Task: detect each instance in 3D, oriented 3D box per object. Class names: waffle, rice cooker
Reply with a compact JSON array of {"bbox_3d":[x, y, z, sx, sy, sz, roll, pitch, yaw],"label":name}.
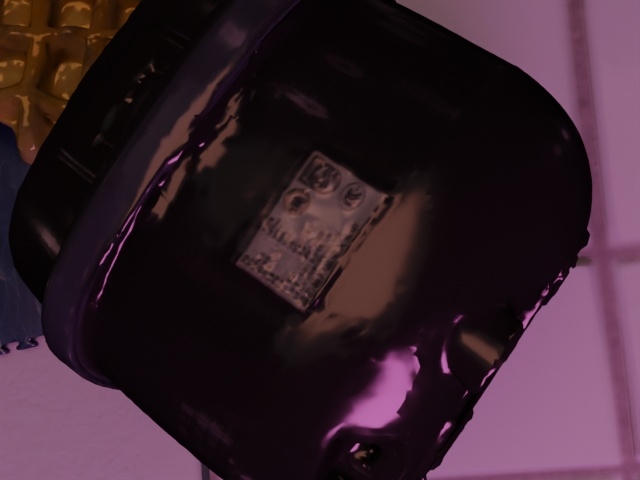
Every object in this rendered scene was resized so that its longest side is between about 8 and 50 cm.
[{"bbox_3d":[-0.187,-0.190,0.617,0.250,0.056,0.261,-40,83,-4],"label":"waffle"},{"bbox_3d":[0.000,0.000,0.478,0.224,0.267,0.267,36,90,15],"label":"rice cooker"}]

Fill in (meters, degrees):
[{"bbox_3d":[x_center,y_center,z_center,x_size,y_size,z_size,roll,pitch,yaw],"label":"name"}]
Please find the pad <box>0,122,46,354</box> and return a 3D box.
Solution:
[{"bbox_3d":[-0.292,-0.039,0.646,0.269,0.012,0.269,-15,81,6],"label":"pad"}]
